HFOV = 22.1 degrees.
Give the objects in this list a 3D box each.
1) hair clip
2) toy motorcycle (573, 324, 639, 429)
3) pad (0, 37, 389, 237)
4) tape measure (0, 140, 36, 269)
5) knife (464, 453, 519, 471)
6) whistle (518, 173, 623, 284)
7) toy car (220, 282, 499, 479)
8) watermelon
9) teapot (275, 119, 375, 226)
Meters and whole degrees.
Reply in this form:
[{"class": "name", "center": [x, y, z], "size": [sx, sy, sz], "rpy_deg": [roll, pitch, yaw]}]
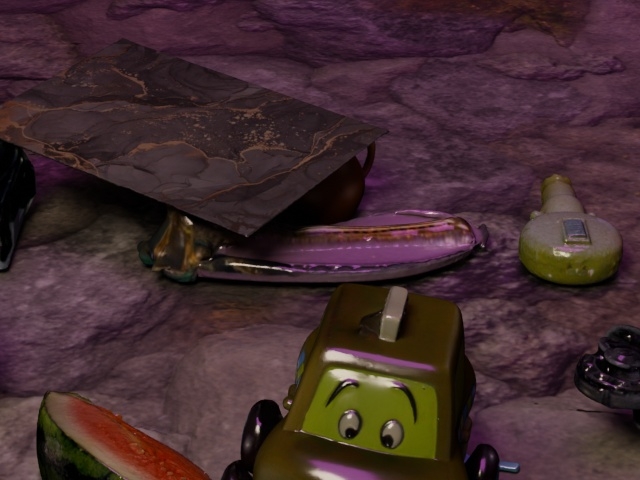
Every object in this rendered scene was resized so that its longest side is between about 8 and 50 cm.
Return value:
[{"class": "hair clip", "center": [0.000, 0.001, 1.643], "size": [0.359, 0.095, 0.110], "rpy_deg": [3, -9, -13]}, {"class": "toy motorcycle", "center": [0.371, 0.154, 1.283], "size": [0.213, 0.125, 0.358], "rpy_deg": [-9, 29, -35]}, {"class": "pad", "center": [-0.147, -0.116, 1.687], "size": [0.368, 0.007, 0.248], "rpy_deg": [21, 39, 29]}, {"class": "tape measure", "center": [-0.387, -0.050, 1.682], "size": [0.182, 0.107, 0.181], "rpy_deg": [5, 31, 6]}, {"class": "knife", "center": [0.119, 0.180, 1.344], "size": [0.091, 0.005, 0.014], "rpy_deg": [6, 29, 13]}, {"class": "whistle", "center": [0.252, -0.018, 1.675], "size": [0.104, 0.057, 0.198], "rpy_deg": [2, 28, 2]}, {"class": "toy car", "center": [0.038, 0.132, 1.207], "size": [0.204, 0.198, 0.248], "rpy_deg": [11, 30, 5]}, {"class": "watermelon", "center": [-0.154, 0.178, 1.300], "size": [0.119, 0.063, 0.245], "rpy_deg": [-6, 24, -42]}, {"class": "teapot", "center": [-0.004, -0.078, 1.736], "size": [0.173, 0.116, 0.116], "rpy_deg": [-22, 34, -38]}]
